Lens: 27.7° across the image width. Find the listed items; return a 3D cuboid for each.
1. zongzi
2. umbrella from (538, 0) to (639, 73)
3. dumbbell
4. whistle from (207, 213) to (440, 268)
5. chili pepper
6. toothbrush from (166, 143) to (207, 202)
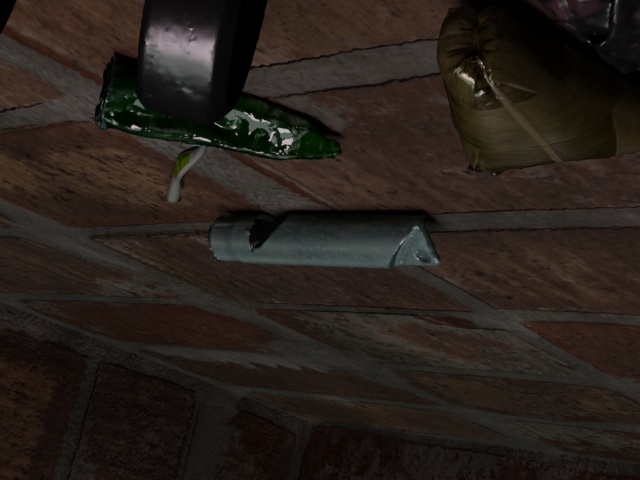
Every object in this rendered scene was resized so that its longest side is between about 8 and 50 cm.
[{"bbox_3d":[0.173,-0.105,0.888,0.176,0.079,0.160,0,161,15],"label":"zongzi"},{"bbox_3d":[0.106,-0.167,0.671,0.326,0.094,0.090,23,156,-27],"label":"umbrella"},{"bbox_3d":[-0.145,-0.168,0.792,0.218,0.153,0.152,14,165,1],"label":"dumbbell"},{"bbox_3d":[0.000,0.000,1.458,0.312,0.062,0.062,2,161,42],"label":"whistle"},{"bbox_3d":[-0.089,-0.106,1.178,0.226,0.059,0.088,13,171,-11],"label":"chili pepper"},{"bbox_3d":[-0.142,-0.078,1.389,0.026,0.022,0.263,3,167,-11],"label":"toothbrush"}]
